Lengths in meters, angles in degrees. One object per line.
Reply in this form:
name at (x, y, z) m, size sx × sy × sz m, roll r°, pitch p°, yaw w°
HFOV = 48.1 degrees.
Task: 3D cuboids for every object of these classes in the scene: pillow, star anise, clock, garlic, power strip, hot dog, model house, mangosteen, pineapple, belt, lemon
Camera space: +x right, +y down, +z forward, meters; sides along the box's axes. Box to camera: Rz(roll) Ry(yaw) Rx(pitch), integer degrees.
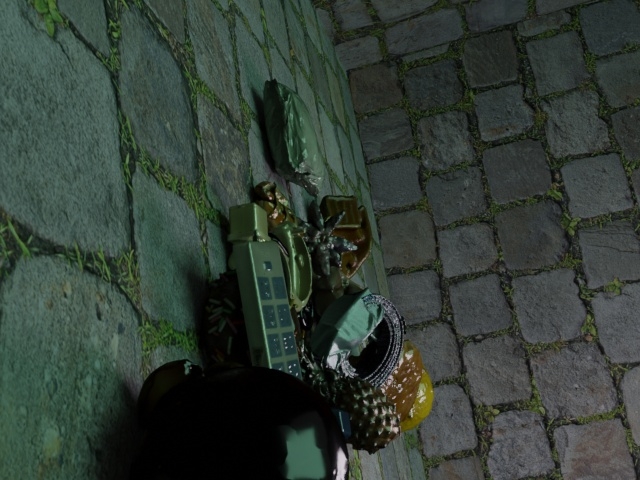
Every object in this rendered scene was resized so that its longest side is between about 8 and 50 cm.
pillow at (-0.074, -0.297, 2.156) m, size 0.283 × 0.138 × 0.309 m, roll 36°, pitch 39°, yaw -72°
star anise at (0.000, 0.000, 2.088) m, size 0.093 × 0.229 × 0.236 m, roll 136°, pitch -41°, yaw -66°
clock at (-0.104, 0.068, 1.689) m, size 0.379 × 0.120 × 0.276 m, roll 35°, pitch 49°, yaw -71°
garlic at (0.087, 0.193, 2.195) m, size 0.292 × 0.210 × 0.237 m, roll -97°, pitch 175°, yaw -67°
power strip at (-0.092, 0.160, 1.308) m, size 0.106 × 0.043 × 0.366 m, roll 2°, pitch 75°, yaw -62°
hot dog at (-0.109, -0.063, 1.906) m, size 0.269 × 0.072 × 0.109 m, roll 55°, pitch 27°, yaw -56°
model house at (0.074, -0.024, 2.429) m, size 0.239 × 0.174 × 0.267 m, roll 54°, pitch 22°, yaw -61°
mangosteen at (-0.123, 0.307, 1.007) m, size 0.347 × 0.307 × 0.306 m, roll 46°, pitch -17°, yaw 51°
pineapple at (0.044, 0.381, 1.789) m, size 0.361 × 0.175 × 0.175 m, roll 46°, pitch 22°, yaw -17°
belt at (0.095, 0.291, 1.974) m, size 0.325 × 0.122 × 0.260 m, roll -46°, pitch 118°, yaw -27°
lemon at (0.250, 0.505, 2.447) m, size 0.321 × 0.269 × 0.268 m, roll -94°, pitch 166°, yaw -64°

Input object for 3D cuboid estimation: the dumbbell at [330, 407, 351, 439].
dumbbell at (0.011, 0.540, 1.608) m, size 0.144 × 0.156 × 0.316 m, roll 13°, pitch 59°, yaw -43°

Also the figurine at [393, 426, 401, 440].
figurine at (0.178, 0.615, 2.292) m, size 0.126 × 0.157 × 0.113 m, roll -68°, pitch 164°, yaw -77°

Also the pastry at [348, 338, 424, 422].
pastry at (0.169, 0.435, 2.194) m, size 0.315 × 0.184 × 0.284 m, roll -54°, pitch 135°, yaw -18°

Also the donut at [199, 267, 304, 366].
donut at (-0.125, 0.178, 1.393) m, size 0.270 × 0.103 × 0.269 m, roll 33°, pitch 51°, yaw -54°

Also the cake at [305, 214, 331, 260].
cake at (-0.009, -0.004, 2.196) m, size 0.185 × 0.116 × 0.079 m, roll -86°, pitch 156°, yaw -66°
